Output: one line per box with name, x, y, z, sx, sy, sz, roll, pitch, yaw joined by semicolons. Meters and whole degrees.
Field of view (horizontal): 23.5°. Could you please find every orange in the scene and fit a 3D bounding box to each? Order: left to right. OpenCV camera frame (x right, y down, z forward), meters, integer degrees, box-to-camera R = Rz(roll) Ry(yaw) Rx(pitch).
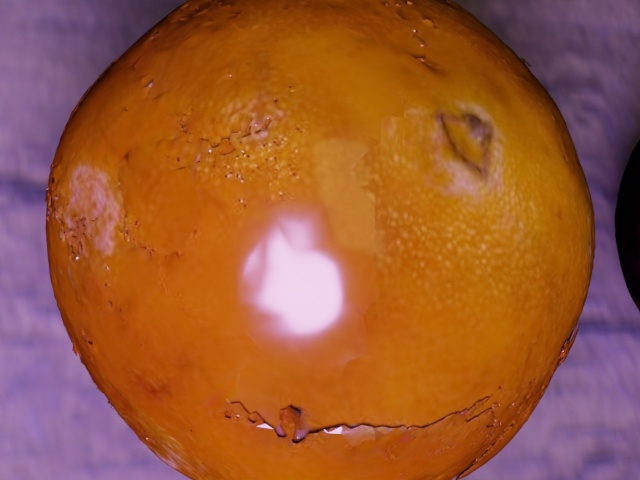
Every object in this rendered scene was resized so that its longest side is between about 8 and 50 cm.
orange;0.000;0.000;0.674;0.240;0.240;0.240;11;67;-26

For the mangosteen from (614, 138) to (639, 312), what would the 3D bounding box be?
mangosteen;0.263;-0.007;0.842;0.209;0.210;0.210;11;67;-26
